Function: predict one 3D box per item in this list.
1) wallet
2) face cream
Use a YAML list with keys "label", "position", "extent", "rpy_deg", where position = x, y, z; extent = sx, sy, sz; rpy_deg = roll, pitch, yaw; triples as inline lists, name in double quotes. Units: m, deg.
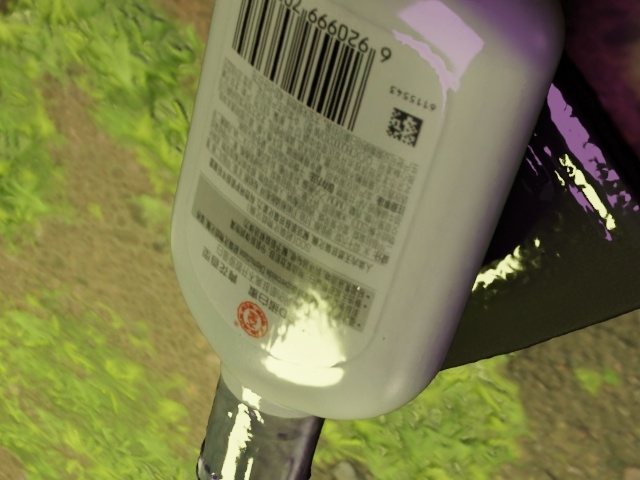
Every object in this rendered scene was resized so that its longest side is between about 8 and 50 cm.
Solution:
- label: "wallet"
  position: [0.040, 0.007, 0.623]
  extent: [0.244, 0.025, 0.124]
  rpy_deg: [-24, 108, 44]
- label: "face cream"
  position: [0.000, 0.000, 0.571]
  extent: [0.144, 0.071, 0.291]
  rpy_deg: [33, 129, 25]
